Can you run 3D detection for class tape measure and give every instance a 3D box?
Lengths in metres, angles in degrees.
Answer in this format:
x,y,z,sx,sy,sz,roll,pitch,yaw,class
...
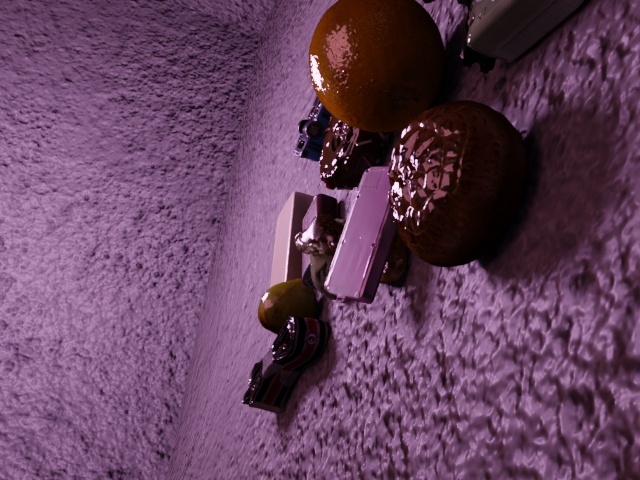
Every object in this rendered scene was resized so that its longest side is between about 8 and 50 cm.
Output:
x,y,z,sx,sy,sz,roll,pitch,yaw,class
0.296,-0.395,1.111,0.235,0.115,0.207,143,138,-65,tape measure

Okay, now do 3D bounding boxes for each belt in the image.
x,y,z,sx,sy,sz,roll,pitch,yaw,class
-0.088,0.291,1.768,0.359,0.094,0.126,123,158,-43,belt

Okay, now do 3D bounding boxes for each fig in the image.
x,y,z,sx,sy,sz,roll,pitch,yaw,class
-0.078,0.166,1.789,0.153,0.136,0.120,-27,52,11,fig

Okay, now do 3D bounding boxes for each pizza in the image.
x,y,z,sx,sy,sz,roll,pitch,yaw,class
0.124,-0.018,1.416,0.188,0.062,0.199,-171,98,-72,pizza

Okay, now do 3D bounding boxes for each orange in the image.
x,y,z,sx,sy,sz,roll,pitch,yaw,class
0.107,-0.339,1.422,0.274,0.274,0.274,-164,90,-74,orange

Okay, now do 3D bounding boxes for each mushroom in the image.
x,y,z,sx,sy,sz,roll,pitch,yaw,class
0.192,-0.082,1.105,0.253,0.153,0.253,-172,90,-67,mushroom

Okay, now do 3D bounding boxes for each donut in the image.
x,y,z,sx,sy,sz,roll,pitch,yaw,class
0.079,-0.237,1.707,0.270,0.103,0.269,-163,90,-76,donut

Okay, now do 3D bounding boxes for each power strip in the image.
x,y,z,sx,sy,sz,roll,pitch,yaw,class
0.088,-0.013,1.375,0.109,0.037,0.279,6,73,51,power strip

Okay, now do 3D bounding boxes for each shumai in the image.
x,y,z,sx,sy,sz,roll,pitch,yaw,class
0.012,0.032,1.598,0.184,0.142,0.184,-161,90,-74,shumai

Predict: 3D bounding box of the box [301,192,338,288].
x,y,z,sx,sy,sz,roll,pitch,yaw,class
0.000,0.000,1.806,0.224,0.069,0.120,-89,22,-47,box

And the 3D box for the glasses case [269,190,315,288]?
x,y,z,sx,sy,sz,roll,pitch,yaw,class
-0.071,0.036,1.991,0.144,0.076,0.336,127,154,-50,glasses case

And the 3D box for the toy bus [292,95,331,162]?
x,y,z,sx,sy,sz,roll,pitch,yaw,class
0.029,-0.302,1.880,0.234,0.134,0.116,-67,18,6,toy bus

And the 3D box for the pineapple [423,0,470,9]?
x,y,z,sx,sy,sz,roll,pitch,yaw,class
0.244,-0.510,1.365,0.170,0.141,0.310,-37,37,17,pineapple
